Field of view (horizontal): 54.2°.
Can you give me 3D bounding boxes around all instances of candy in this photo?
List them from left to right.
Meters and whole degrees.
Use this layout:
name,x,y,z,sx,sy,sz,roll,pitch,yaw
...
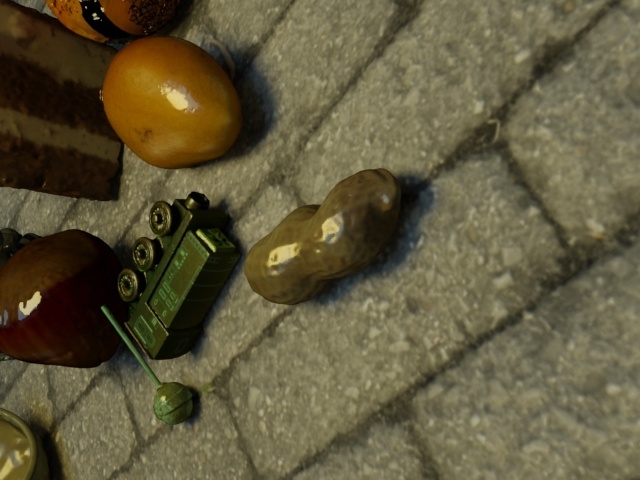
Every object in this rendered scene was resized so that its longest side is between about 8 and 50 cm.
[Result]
name,x,y,z,sx,sy,sz,roll,pitch,yaw
candy,-0.252,0.174,0.888,0.061,0.061,0.202,-41,84,34

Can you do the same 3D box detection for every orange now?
name,x,y,z,sx,sy,sz,roll,pitch,yaw
orange,-0.318,-0.418,0.961,0.235,0.182,0.234,-5,81,36

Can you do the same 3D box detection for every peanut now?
name,x,y,z,sx,sy,sz,roll,pitch,yaw
peanut,0.001,0.000,0.683,0.228,0.086,0.104,-30,47,37

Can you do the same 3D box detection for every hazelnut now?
name,x,y,z,sx,sy,sz,roll,pitch,yaw
hazelnut,-0.395,0.097,0.980,0.230,0.230,0.229,-6,82,44

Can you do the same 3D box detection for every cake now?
name,x,y,z,sx,sy,sz,roll,pitch,yaw
cake,-0.496,-0.222,1.062,0.256,0.282,0.290,11,89,37

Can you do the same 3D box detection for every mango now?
name,x,y,z,sx,sy,sz,roll,pitch,yaw
mango,-0.200,-0.191,0.860,0.257,0.138,0.187,6,102,50

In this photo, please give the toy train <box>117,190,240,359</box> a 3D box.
name,x,y,z,sx,sy,sz,roll,pitch,yaw
toy train,-0.198,0.046,0.873,0.137,0.090,0.225,46,117,29

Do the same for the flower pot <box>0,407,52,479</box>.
name,x,y,z,sx,sy,sz,roll,pitch,yaw
flower pot,-0.653,0.476,1.139,0.307,0.308,0.244,45,136,37

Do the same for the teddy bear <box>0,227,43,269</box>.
name,x,y,z,sx,sy,sz,roll,pitch,yaw
teddy bear,-0.621,0.033,1.191,0.171,0.251,0.144,-39,61,18

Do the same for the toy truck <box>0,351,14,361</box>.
name,x,y,z,sx,sy,sz,roll,pitch,yaw
toy truck,-0.676,0.158,1.327,0.115,0.080,0.177,-39,62,46
